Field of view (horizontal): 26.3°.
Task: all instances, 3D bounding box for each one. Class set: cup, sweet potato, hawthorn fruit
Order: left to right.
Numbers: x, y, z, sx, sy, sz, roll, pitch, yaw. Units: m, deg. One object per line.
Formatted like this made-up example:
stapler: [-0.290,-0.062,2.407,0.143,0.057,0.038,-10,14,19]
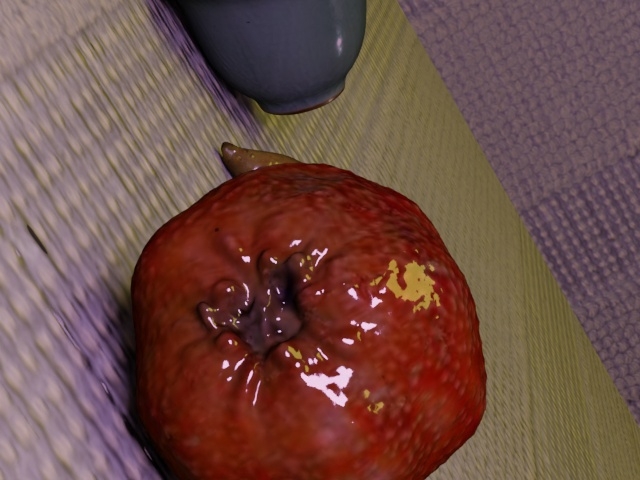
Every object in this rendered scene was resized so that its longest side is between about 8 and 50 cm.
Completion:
cup: [-0.032,-0.193,1.197,0.199,0.199,0.150,-90,166,-61]
sweet potato: [0.001,0.000,1.158,0.249,0.059,0.069,58,35,-29]
hawthorn fruit: [0.001,0.067,0.781,0.205,0.205,0.253,68,9,22]
